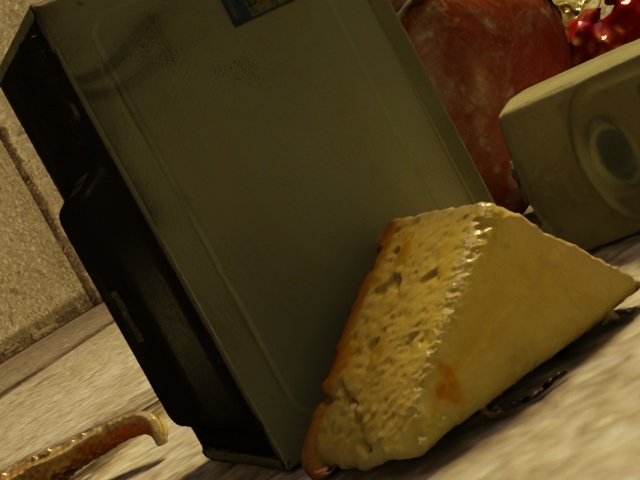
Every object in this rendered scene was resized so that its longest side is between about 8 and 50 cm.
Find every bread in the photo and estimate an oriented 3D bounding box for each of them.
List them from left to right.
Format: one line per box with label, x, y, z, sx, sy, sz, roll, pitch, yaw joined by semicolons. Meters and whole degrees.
bread;0.055;0.047;0.401;0.084;0.080;0.109;-20;44;61

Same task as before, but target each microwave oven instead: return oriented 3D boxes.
microwave oven;-0.029;-0.024;0.503;0.163;0.205;0.129;-29;4;-23

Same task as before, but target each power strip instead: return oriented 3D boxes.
power strip;0.200;-0.070;0.465;0.286;0.080;0.048;-23;13;37

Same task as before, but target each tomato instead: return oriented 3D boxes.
tomato;0.056;-0.062;0.713;0.181;0.155;0.214;2;-12;-44

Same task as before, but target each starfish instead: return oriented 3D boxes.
starfish;-0.199;0.152;0.566;0.247;0.050;0.138;-31;6;10

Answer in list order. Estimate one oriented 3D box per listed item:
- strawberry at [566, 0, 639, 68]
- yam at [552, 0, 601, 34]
strawberry;0.296;-0.162;0.805;0.306;0.138;0.233;-53;-19;9
yam;0.101;-0.128;0.886;0.154;0.154;0.254;-33;-18;-47
